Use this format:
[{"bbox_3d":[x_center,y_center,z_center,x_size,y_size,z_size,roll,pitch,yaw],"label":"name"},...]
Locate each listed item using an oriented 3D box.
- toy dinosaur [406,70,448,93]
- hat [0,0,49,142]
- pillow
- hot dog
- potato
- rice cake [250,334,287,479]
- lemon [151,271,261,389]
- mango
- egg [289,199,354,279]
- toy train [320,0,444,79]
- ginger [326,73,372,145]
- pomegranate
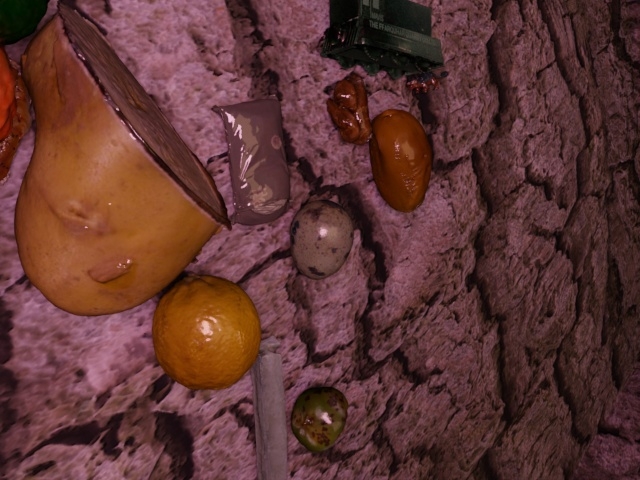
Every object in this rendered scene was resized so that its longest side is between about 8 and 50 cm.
[{"bbox_3d":[0.279,-0.416,1.327,0.154,0.049,0.055,-26,109,-29],"label":"toy dinosaur"},{"bbox_3d":[-0.453,-0.167,0.590,0.400,0.285,0.285,-45,122,-20],"label":"hat"},{"bbox_3d":[-0.125,-0.158,1.022,0.169,0.059,0.255,-18,108,-34],"label":"pillow"},{"bbox_3d":[-0.474,-0.171,0.729,0.099,0.053,0.192,21,85,-46],"label":"hot dog"},{"bbox_3d":[-0.346,-0.085,0.737,0.296,0.290,0.397,-37,108,2],"label":"potato"},{"bbox_3d":[-0.112,0.375,1.108,0.066,0.062,0.337,-9,103,-42],"label":"rice cake"},{"bbox_3d":[-0.203,0.164,0.917,0.192,0.192,0.231,-19,110,-37],"label":"lemon"},{"bbox_3d":[0.192,-0.190,1.220,0.156,0.151,0.249,-39,122,-69],"label":"mango"},{"bbox_3d":[0.000,0.000,1.098,0.141,0.141,0.182,-11,121,-38],"label":"egg"},{"bbox_3d":[0.148,-0.475,1.156,0.330,0.138,0.179,-5,96,-40],"label":"toy train"},{"bbox_3d":[0.062,-0.294,1.152,0.103,0.073,0.162,-18,102,-51],"label":"ginger"},{"bbox_3d":[0.000,0.397,1.175,0.143,0.122,0.169,-57,170,17],"label":"pomegranate"}]
